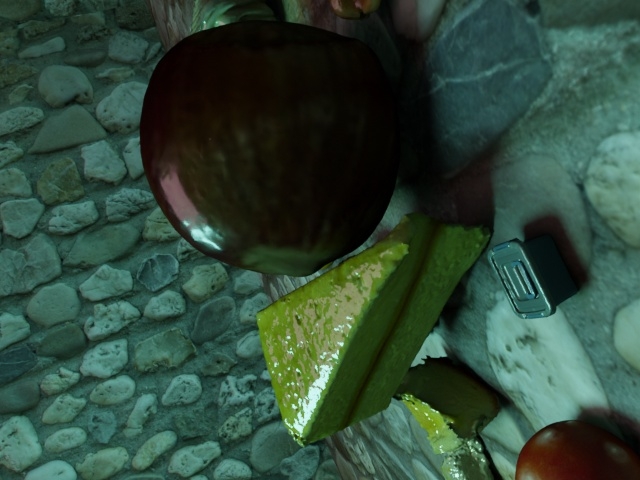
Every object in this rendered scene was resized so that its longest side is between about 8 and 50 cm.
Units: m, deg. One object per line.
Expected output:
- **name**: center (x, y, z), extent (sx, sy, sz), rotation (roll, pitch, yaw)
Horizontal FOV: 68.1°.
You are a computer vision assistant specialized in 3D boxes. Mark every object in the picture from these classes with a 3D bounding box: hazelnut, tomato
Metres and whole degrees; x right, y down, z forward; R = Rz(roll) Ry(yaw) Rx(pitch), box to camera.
- **hazelnut**: center (-0.071, -0.140, 0.760), extent (0.353, 0.421, 0.420), rotation (-15, 97, 58)
- **tomato**: center (0.328, 0.328, 0.586), extent (0.195, 0.136, 0.195), rotation (58, 161, 33)

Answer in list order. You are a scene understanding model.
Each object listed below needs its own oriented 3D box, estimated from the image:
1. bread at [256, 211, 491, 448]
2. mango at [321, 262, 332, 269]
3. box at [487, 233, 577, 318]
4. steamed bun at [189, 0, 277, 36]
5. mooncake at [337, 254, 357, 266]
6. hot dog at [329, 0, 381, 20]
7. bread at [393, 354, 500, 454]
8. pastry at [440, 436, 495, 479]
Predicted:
- **bread**: center (0.099, 0.136, 0.709), extent (0.362, 0.234, 0.244), rotation (-36, 67, 46)
- **mango**: center (0.000, 0.000, 1.315), extent (0.102, 0.085, 0.183), rotation (49, 149, 46)
- **box**: center (0.261, 0.041, 0.580), extent (0.099, 0.054, 0.074), rotation (66, 165, 7)
- **steamed bun**: center (-0.198, -0.475, 1.129), extent (0.309, 0.220, 0.323), rotation (126, 147, -55)
- **mooncake**: center (0.133, 0.125, 0.986), extent (0.228, 0.125, 0.228), rotation (51, 151, 42)
- **hot dog**: center (0.031, -0.441, 0.668), extent (0.102, 0.076, 0.248), rotation (-11, 105, 36)
- **bread**: center (0.223, 0.286, 0.865), extent (0.160, 0.140, 0.169), rotation (51, 156, 20)
- **pastry**: center (0.325, 0.510, 0.932), extent (0.258, 0.089, 0.121), rotation (59, 149, 20)
